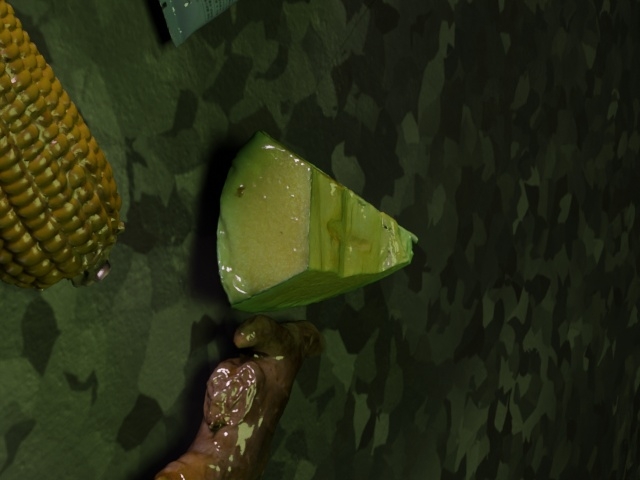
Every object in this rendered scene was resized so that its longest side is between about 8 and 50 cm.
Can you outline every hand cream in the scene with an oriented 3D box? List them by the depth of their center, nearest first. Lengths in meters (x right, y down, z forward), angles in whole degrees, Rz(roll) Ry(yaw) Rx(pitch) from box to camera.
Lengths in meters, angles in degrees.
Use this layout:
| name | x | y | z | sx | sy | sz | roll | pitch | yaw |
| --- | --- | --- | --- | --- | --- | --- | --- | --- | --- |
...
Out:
| name | x | y | z | sx | sy | sz | roll | pitch | yaw |
| --- | --- | --- | --- | --- | --- | --- | --- | --- | --- |
| hand cream | -0.087 | -0.304 | 1.161 | 0.271 | 0.058 | 0.091 | -44 | 132 | -41 |

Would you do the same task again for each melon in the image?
| name | x | y | z | sx | sy | sz | roll | pitch | yaw |
| --- | --- | --- | --- | --- | --- | --- | --- | --- | --- |
| melon | 0.000 | 0.000 | 1.270 | 0.323 | 0.124 | 0.196 | 18 | 80 | -62 |

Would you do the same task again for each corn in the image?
| name | x | y | z | sx | sy | sz | roll | pitch | yaw |
| --- | --- | --- | --- | --- | --- | --- | --- | --- | --- |
| corn | -0.279 | -0.120 | 0.820 | 0.144 | 0.144 | 0.387 | -56 | 132 | -36 |

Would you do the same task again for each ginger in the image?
| name | x | y | z | sx | sy | sz | roll | pitch | yaw |
| --- | --- | --- | --- | --- | --- | --- | --- | --- | --- |
| ginger | -0.084 | 0.190 | 1.203 | 0.333 | 0.080 | 0.166 | -56 | 149 | -33 |
